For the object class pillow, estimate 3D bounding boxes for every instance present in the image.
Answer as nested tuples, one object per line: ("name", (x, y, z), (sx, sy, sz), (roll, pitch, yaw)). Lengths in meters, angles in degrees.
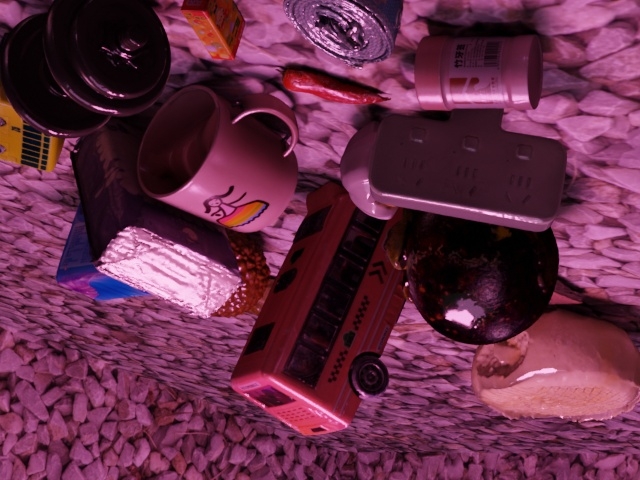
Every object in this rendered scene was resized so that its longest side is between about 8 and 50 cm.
("pillow", (0.395, 0.083, 2.245), (0.248, 0.049, 0.135), (23, 158, -36))

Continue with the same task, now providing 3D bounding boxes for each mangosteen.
("mangosteen", (0.251, 0.036, 1.892), (0.288, 0.288, 0.288), (11, 160, 4))

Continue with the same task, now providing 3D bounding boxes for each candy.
("candy", (-0.143, -0.299, 1.531), (0.038, 0.062, 0.122), (7, 159, 19))

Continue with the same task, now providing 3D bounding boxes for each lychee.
("lychee", (-0.203, 0.069, 2.357), (0.200, 0.200, 0.238), (13, 149, -1))

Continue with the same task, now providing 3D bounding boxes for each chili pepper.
("chili pepper", (0.017, -0.223, 1.689), (0.178, 0.027, 0.045), (13, 159, -6))

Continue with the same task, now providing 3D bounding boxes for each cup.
("cup", (-0.134, -0.136, 1.815), (0.253, 0.191, 0.200), (-35, 138, 29))

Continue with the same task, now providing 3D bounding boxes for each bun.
("bun", (0.498, 0.249, 2.400), (0.364, 0.202, 0.364), (5, 157, 2))

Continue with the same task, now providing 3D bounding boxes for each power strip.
("power strip", (0.209, -0.126, 1.592), (0.265, 0.193, 0.059), (10, 163, 7))

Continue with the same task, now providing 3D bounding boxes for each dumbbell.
("dumbbell", (-0.329, -0.249, 1.593), (0.192, 0.192, 0.290), (27, 156, -34))

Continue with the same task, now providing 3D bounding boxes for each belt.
("belt", (0.031, -0.287, 1.436), (0.163, 0.082, 0.148), (25, 160, -28))

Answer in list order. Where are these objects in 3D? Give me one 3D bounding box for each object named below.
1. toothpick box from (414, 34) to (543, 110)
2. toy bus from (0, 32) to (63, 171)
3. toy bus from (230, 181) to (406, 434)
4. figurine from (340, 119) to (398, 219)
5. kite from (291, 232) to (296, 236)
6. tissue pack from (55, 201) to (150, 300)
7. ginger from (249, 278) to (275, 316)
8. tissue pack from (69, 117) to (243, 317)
("toothpick box", (0.207, -0.219, 1.487), (0.149, 0.098, 0.098), (3, 157, 22))
("toy bus", (-0.471, -0.217, 1.849), (0.150, 0.128, 0.262), (16, 161, -11))
("toy bus", (0.021, 0.116, 2.030), (0.233, 0.427, 0.203), (32, 155, -18))
("figurine", (0.144, -0.111, 1.762), (0.236, 0.133, 0.176), (0, 147, 24))
("kite", (0.000, -0.001, 2.308), (0.125, 0.008, 0.222), (10, 160, 8))
("tissue pack", (-0.381, 0.010, 2.285), (0.263, 0.198, 0.146), (-9, 150, 44))
("ginger", (-0.068, 0.148, 2.597), (0.263, 0.109, 0.116), (10, 173, 10))
("tissue pack", (-0.281, -0.047, 1.915), (0.242, 0.343, 0.125), (27, 113, -35))
